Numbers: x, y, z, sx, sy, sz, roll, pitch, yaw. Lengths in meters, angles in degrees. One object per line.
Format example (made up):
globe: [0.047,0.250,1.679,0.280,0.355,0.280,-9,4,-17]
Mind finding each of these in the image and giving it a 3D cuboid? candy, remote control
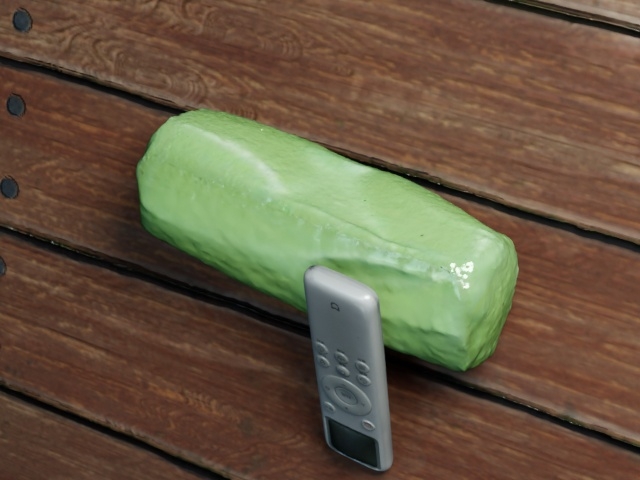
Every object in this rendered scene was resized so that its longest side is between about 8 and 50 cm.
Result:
candy: [0.000,0.000,1.539,0.343,0.132,0.142,22,105,25]
remote control: [0.023,0.114,1.532,0.067,0.029,0.261,24,148,22]
